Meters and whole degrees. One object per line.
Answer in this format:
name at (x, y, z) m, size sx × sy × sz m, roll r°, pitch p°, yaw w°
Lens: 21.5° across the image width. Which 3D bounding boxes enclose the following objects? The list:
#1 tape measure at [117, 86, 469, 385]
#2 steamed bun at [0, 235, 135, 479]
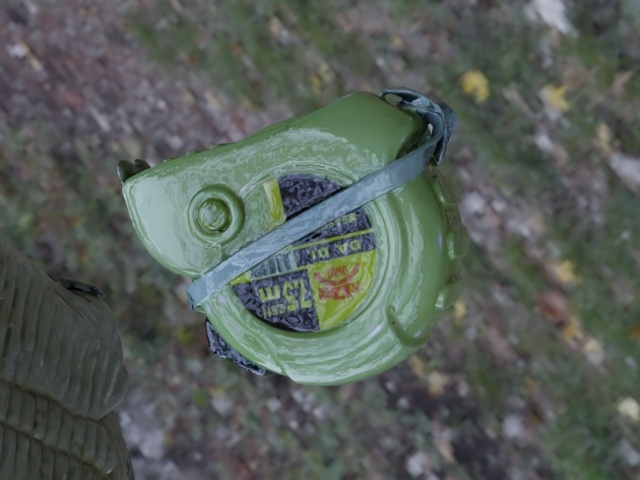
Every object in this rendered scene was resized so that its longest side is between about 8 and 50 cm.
tape measure at (0.000, 0.000, 0.892) m, size 0.087 × 0.177 × 0.154 m, roll -7°, pitch -102°, yaw -70°
steamed bun at (-0.211, 0.110, 0.969) m, size 0.218 × 0.144 × 0.211 m, roll 33°, pitch -130°, yaw -42°
